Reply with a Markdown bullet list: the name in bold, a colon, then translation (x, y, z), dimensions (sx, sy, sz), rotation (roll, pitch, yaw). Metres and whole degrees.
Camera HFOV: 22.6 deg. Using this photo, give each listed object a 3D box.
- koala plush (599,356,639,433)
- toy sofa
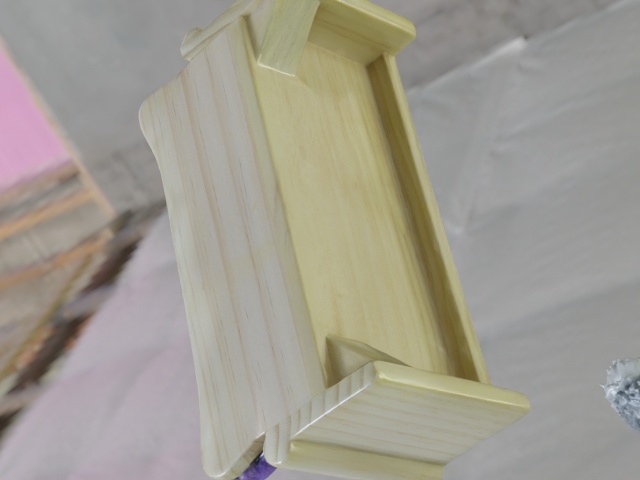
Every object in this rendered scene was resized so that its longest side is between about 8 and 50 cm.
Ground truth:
- **koala plush**: translation (0.277, 0.145, 0.943), dimensions (0.203, 0.221, 0.196), rotation (-52, -134, 13)
- **toy sofa**: translation (0.000, 0.000, 1.156), dimensions (0.177, 0.150, 0.362), rotation (-39, -129, 35)
